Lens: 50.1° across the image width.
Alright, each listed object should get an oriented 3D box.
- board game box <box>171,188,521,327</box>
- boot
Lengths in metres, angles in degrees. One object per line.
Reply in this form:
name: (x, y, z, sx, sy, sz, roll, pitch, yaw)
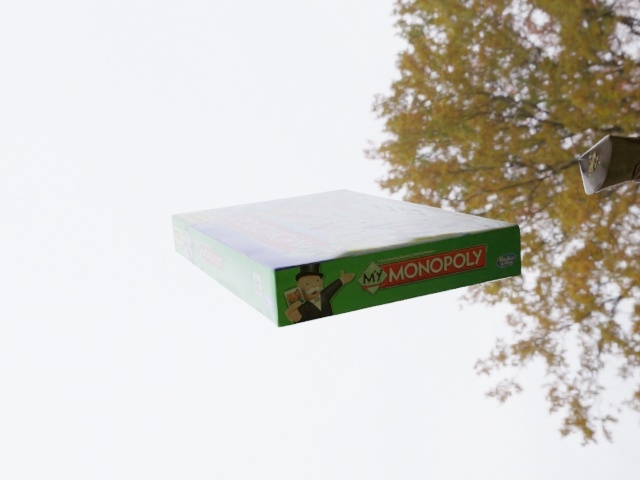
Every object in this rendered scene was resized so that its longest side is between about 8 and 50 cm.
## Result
board game box: (0.000, 0.000, 0.646, 0.213, 0.317, 0.046, -9, -77, -24)
boot: (0.283, -0.094, 0.610, 0.114, 0.037, 0.106, -6, -64, -29)
